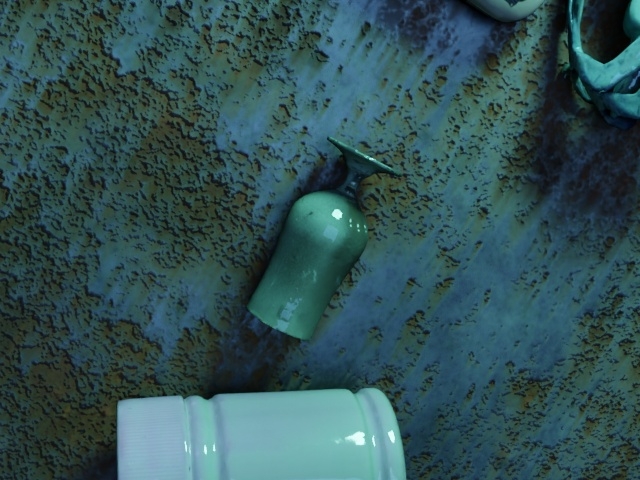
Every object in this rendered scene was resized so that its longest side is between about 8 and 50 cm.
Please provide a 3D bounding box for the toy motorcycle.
[{"bbox_3d":[0.404,-0.268,1.164,0.206,0.154,0.260,10,89,10],"label":"toy motorcycle"}]

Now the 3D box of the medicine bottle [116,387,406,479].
[{"bbox_3d":[-0.076,0.276,1.106,0.315,0.202,0.202,0,98,-11],"label":"medicine bottle"}]

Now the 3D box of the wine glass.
[{"bbox_3d":[0.000,0.000,1.133,0.103,0.103,0.231,27,95,-14],"label":"wine glass"}]

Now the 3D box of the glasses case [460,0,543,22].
[{"bbox_3d":[0.142,-0.372,1.120,0.314,0.075,0.122,30,89,-14],"label":"glasses case"}]
